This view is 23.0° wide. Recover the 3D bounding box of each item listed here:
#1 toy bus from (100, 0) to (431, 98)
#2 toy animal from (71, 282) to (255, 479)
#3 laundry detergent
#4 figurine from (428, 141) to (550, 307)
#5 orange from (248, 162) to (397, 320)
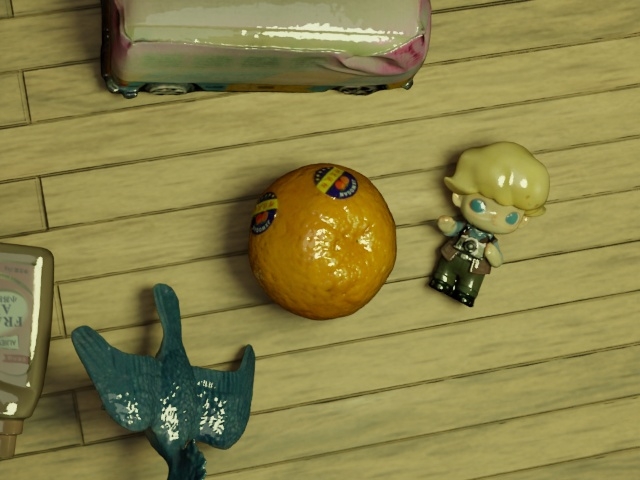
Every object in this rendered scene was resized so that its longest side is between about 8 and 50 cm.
[{"bbox_3d":[-0.054,-0.253,1.790,0.386,0.162,0.171,0,85,-10],"label":"toy bus"},{"bbox_3d":[-0.160,0.173,1.743,0.239,0.176,0.255,12,80,-43],"label":"toy animal"},{"bbox_3d":[-0.390,0.117,1.757,0.171,0.076,0.237,7,87,-8],"label":"laundry detergent"},{"bbox_3d":[0.190,-0.024,1.847,0.114,0.108,0.196,28,89,16],"label":"figurine"},{"bbox_3d":[0.000,0.001,1.779,0.178,0.155,0.177,11,71,-35],"label":"orange"}]
